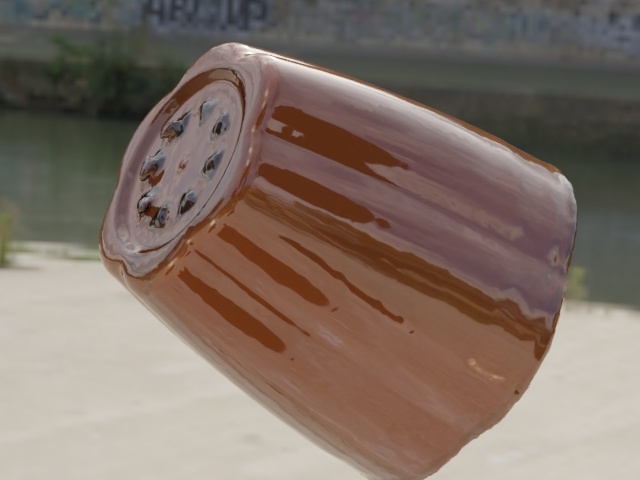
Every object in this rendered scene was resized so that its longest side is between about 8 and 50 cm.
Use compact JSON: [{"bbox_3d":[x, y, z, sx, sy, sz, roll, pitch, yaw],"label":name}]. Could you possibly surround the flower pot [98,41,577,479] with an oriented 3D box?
[{"bbox_3d":[0.000,0.000,0.874,0.173,0.191,0.190,30,-8,-32],"label":"flower pot"}]
